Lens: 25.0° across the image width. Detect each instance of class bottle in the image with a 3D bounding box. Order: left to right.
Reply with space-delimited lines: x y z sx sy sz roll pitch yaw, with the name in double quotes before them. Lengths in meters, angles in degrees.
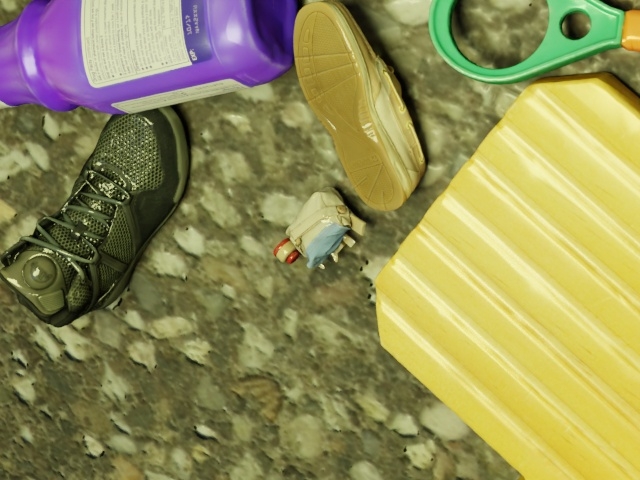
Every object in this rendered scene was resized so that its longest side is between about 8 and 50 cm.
"bottle" -0.155 -0.160 1.143 0.282 0.092 0.118 -9 75 29

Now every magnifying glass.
"magnifying glass" 0.189 -0.150 1.014 0.231 0.026 0.092 8 89 16

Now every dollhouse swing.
"dollhouse swing" 0.185 0.107 0.998 0.305 0.315 0.347 35 123 -3

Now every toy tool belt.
"toy tool belt" 0.000 0.000 1.167 0.051 0.052 0.083 45 124 13

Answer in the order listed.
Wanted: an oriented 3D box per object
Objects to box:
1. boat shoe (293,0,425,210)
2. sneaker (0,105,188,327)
"boat shoe" 0.033 -0.108 1.102 0.063 0.059 0.170 -5 114 41
"sneaker" -0.190 -0.014 1.209 0.087 0.130 0.227 36 120 7
